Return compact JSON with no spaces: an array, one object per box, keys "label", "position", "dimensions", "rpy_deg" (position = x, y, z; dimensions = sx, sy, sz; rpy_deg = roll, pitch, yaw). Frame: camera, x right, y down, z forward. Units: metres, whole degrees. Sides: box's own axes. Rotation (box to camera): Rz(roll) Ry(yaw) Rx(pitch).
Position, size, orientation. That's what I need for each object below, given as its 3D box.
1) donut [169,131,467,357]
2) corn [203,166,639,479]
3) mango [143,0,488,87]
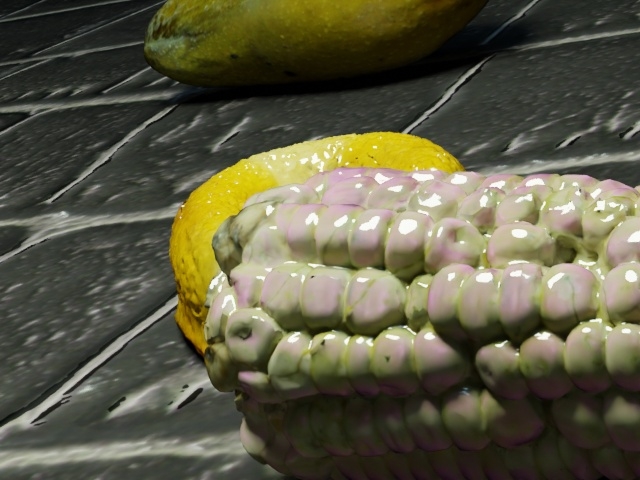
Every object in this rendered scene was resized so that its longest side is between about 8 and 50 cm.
[{"label":"donut","position":[0.001,-0.001,0.872],"dimensions":[0.174,0.075,0.190],"rpy_deg":[-10,16,7]},{"label":"corn","position":[0.110,0.030,0.606],"dimensions":[0.335,0.127,0.126],"rpy_deg":[-1,19,30]},{"label":"mango","position":[0.006,-0.207,1.458],"dimensions":[0.329,0.176,0.176],"rpy_deg":[-25,-27,38]}]
